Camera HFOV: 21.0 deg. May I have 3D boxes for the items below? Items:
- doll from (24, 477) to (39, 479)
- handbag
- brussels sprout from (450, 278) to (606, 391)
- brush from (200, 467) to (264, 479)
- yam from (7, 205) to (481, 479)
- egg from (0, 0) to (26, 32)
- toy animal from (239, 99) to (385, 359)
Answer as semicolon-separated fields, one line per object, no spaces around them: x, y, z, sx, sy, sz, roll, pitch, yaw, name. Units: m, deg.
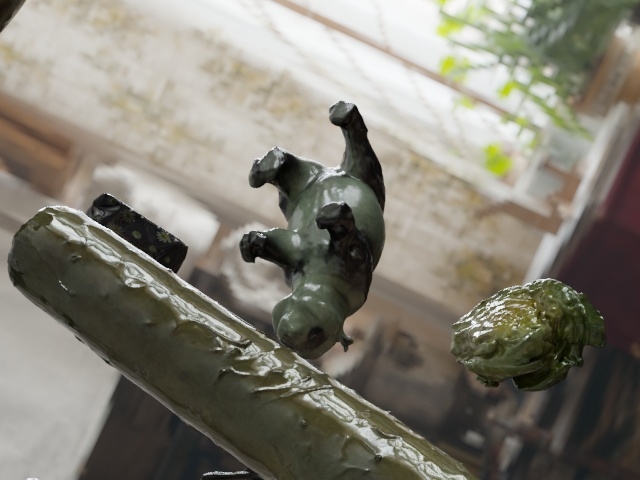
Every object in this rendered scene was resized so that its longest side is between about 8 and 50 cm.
-0.329;0.433;2.564;0.160;0.365;0.094;106;-177;-65;doll
-0.216;0.034;1.774;0.072;0.115;0.139;-49;9;51;handbag
0.235;0.111;1.997;0.181;0.100;0.139;-22;37;49;brussels sprout
-0.075;0.228;1.675;0.008;0.083;0.024;128;137;-71;brush
-0.040;0.093;1.039;0.083;0.371;0.083;-41;-30;-30;yam
-0.387;-0.273;1.203;0.345;0.428;0.345;-53;-25;-39;egg
0.000;0.000;1.370;0.225;0.093;0.121;-84;-25;-52;toy animal
